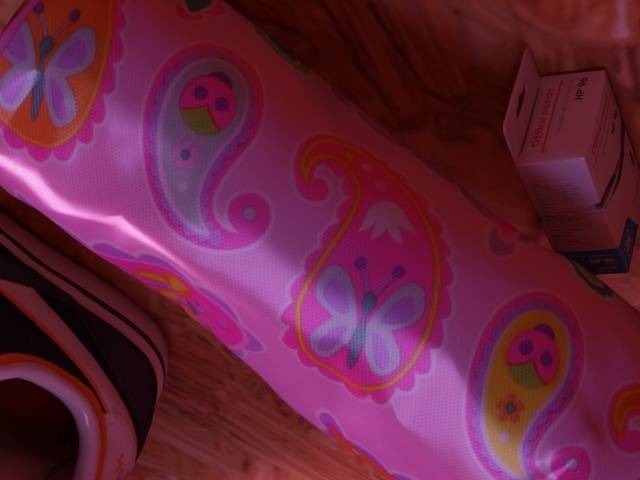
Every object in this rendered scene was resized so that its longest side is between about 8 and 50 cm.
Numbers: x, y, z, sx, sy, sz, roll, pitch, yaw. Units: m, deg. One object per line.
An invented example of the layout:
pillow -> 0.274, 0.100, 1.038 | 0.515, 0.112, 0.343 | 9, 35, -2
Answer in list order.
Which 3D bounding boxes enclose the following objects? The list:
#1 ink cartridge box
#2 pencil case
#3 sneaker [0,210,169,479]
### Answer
ink cartridge box -> 0.099, -0.031, 0.523 | 0.028, 0.048, 0.083 | -3, 138, 29
pencil case -> 0.000, 0.000, 0.508 | 0.284, 0.124, 0.124 | 38, 141, -1
sneaker -> -0.219, 0.030, 0.666 | 0.321, 0.127, 0.126 | 32, 126, -18
